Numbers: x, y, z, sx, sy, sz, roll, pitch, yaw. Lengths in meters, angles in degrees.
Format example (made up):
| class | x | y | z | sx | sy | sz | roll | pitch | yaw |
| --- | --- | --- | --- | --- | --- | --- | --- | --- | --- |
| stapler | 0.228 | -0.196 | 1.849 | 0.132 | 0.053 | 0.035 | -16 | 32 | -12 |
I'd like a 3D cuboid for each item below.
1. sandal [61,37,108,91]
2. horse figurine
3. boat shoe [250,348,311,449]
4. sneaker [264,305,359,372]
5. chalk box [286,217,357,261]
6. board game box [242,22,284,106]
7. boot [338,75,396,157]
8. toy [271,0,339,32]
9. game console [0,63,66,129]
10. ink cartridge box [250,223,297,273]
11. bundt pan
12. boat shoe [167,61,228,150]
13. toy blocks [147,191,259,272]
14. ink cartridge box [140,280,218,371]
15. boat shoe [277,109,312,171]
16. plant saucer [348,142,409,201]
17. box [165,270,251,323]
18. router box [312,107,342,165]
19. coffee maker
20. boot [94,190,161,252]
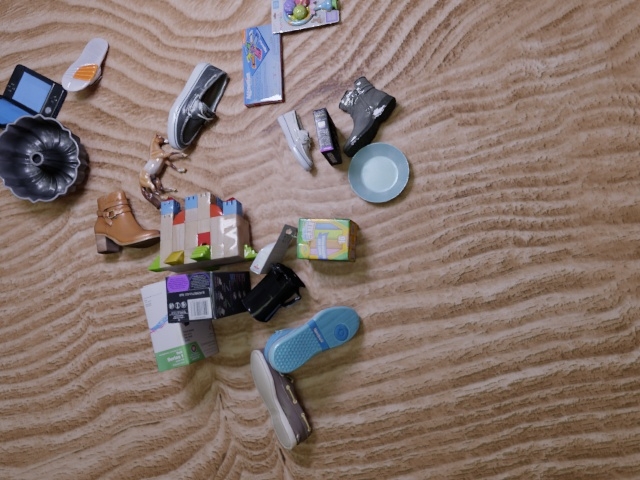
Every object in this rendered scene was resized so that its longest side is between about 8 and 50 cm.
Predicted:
| class | x | y | z | sx | sy | sz | roll | pitch | yaw |
| --- | --- | --- | --- | --- | --- | --- | --- | --- | --- |
| sandal | -0.908 | -0.678 | 1.635 | 0.102 | 0.076 | 0.265 | 21 | 71 | 0 |
| horse figurine | -0.596 | -0.253 | 1.527 | 0.175 | 0.066 | 0.263 | 23 | 90 | 9 |
| boat shoe | -0.130 | 0.499 | 1.345 | 0.116 | 0.097 | 0.324 | -41 | 70 | 50 |
| sneaker | -0.042 | 0.304 | 1.328 | 0.319 | 0.208 | 0.127 | -21 | 88 | -25 |
| chalk box | 0.000 | 0.000 | 1.326 | 0.213 | 0.132 | 0.132 | 1 | 87 | 15 |
| board game box | -0.205 | -0.623 | 1.471 | 0.145 | 0.027 | 0.281 | -3 | 86 | 12 |
| boot | 0.119 | -0.405 | 1.361 | 0.161 | 0.083 | 0.246 | 40 | 95 | 24 |
| toy | -0.059 | -0.803 | 1.419 | 0.237 | 0.056 | 0.136 | -4 | 77 | 7 |
| game console | -1.224 | -0.577 | 1.651 | 0.293 | 0.173 | 0.250 | 28 | 94 | 14 |
| ink cartridge box | -0.151 | 0.024 | 1.354 | 0.045 | 0.145 | 0.179 | 26 | 93 | 13 |
| bundt pan | -1.053 | -0.306 | 1.593 | 0.331 | 0.124 | 0.330 | 0 | 93 | 1 |
| boat shoe | -0.434 | -0.473 | 1.470 | 0.119 | 0.121 | 0.335 | 21 | 90 | 19 |
| toy blocks | -0.398 | -0.042 | 1.422 | 0.382 | 0.191 | 0.260 | -9 | 73 | 14 |
| ink cartridge box | -0.468 | 0.272 | 1.389 | 0.117 | 0.201 | 0.278 | -18 | 82 | 12 |
| boat shoe | -0.070 | -0.342 | 1.389 | 0.076 | 0.083 | 0.226 | -29 | 79 | 12 |
| plant saucer | 0.188 | -0.217 | 1.340 | 0.195 | 0.037 | 0.194 | -1 | 85 | 14 |
| box | -0.349 | 0.176 | 1.329 | 0.165 | 0.270 | 0.143 | -7 | 85 | 14 |
| router box | 0.026 | -0.324 | 1.314 | 0.046 | 0.179 | 0.133 | -11 | 84 | 11 |
| coffee maker | -0.166 | 0.164 | 1.339 | 0.178 | 0.171 | 0.120 | -46 | 39 | 6 |
| boot | -0.715 | -0.076 | 1.537 | 0.284 | 0.109 | 0.220 | -10 | 80 | 21 |
